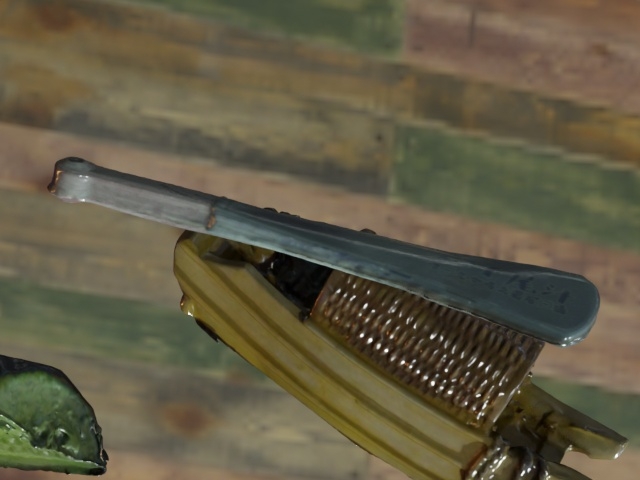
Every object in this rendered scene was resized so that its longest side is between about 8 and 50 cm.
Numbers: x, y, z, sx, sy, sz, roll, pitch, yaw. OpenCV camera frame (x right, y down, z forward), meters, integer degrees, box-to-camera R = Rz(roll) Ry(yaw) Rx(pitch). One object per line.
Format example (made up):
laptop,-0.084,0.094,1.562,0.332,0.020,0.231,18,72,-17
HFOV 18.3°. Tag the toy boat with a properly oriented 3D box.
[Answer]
toy boat,0.050,0.067,1.248,0.310,0.089,0.115,36,128,6

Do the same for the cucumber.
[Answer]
cucumber,-0.201,0.062,0.837,0.220,0.046,0.070,4,164,12

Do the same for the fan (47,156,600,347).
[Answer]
fan,0.000,0.000,0.988,0.282,0.057,0.023,16,127,10
